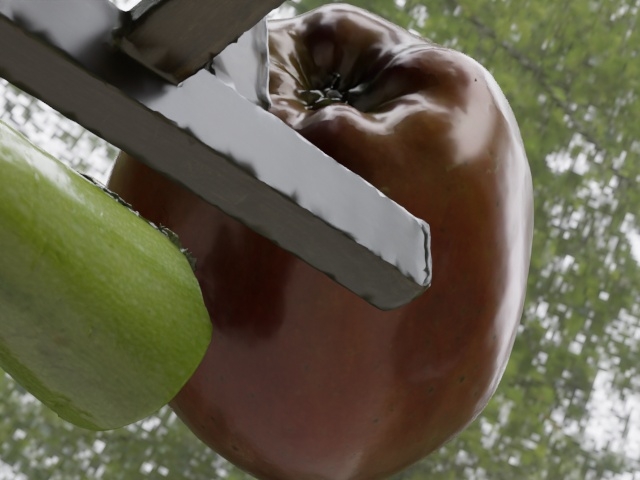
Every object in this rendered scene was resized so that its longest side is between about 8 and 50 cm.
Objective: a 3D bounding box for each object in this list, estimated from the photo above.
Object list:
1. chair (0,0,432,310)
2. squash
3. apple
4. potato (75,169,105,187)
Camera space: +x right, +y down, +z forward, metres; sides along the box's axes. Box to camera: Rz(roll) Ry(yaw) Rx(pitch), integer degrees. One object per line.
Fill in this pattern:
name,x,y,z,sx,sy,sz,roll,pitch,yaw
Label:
chair,-0.069,-0.194,0.306,0.203,0.241,0.416,-30,-45,34
squash,-0.124,-0.010,0.525,0.090,0.075,0.200,-21,-45,16
apple,-0.001,-0.001,0.688,0.234,0.234,0.234,19,-36,14
potato,-0.141,0.006,0.824,0.066,0.103,0.096,31,-58,6
